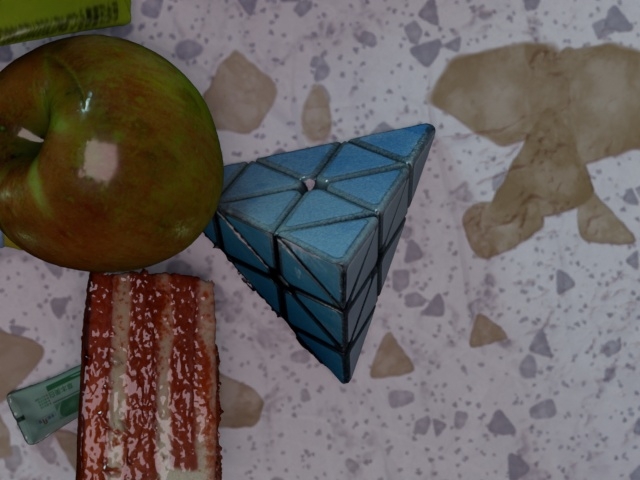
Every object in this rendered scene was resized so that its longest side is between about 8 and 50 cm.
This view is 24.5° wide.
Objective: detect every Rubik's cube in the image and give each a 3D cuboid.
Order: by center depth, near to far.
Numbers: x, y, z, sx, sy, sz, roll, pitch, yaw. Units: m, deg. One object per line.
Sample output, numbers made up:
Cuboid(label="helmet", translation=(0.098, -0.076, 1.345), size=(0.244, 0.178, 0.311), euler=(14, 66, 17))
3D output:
Cuboid(label="Rubik's cube", translation=(-0.002, 0.000, 1.588), size=(0.233, 0.229, 0.228), euler=(-35, 57, 36))

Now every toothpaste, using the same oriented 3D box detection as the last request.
Cuboid(label="toothpaste", translation=(-0.242, 0.154, 1.635), size=(0.218, 0.041, 0.064), euler=(-26, 89, 1))

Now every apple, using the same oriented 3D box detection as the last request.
Cuboid(label="apple", translation=(-0.221, -0.082, 1.508), size=(0.226, 0.246, 0.246), euler=(22, 97, -47))

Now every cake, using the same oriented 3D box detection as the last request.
Cuboid(label="cake", translation=(-0.187, 0.169, 1.604), size=(0.158, 0.159, 0.262), euler=(2, 81, -12))

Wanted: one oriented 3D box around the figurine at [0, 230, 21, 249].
Cuboid(label="figurine", translation=(-0.441, -0.018, 1.546), size=(0.263, 0.143, 0.162), euler=(-6, 95, -17))

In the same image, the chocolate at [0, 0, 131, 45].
Cuboid(label="chocolate", translation=(-0.307, -0.343, 1.421), size=(0.137, 0.301, 0.289), euler=(7, 105, 24))
